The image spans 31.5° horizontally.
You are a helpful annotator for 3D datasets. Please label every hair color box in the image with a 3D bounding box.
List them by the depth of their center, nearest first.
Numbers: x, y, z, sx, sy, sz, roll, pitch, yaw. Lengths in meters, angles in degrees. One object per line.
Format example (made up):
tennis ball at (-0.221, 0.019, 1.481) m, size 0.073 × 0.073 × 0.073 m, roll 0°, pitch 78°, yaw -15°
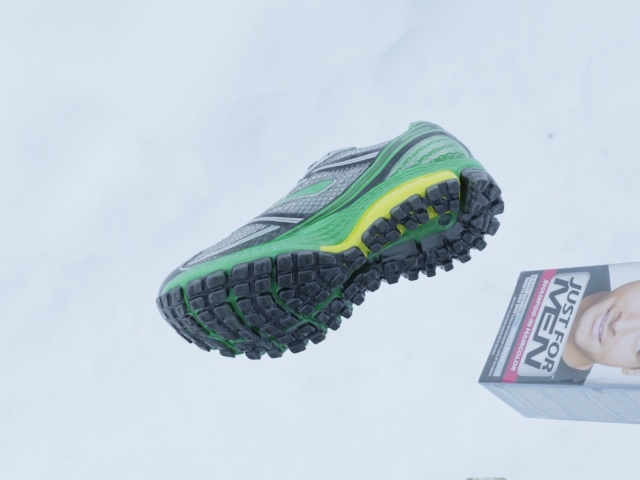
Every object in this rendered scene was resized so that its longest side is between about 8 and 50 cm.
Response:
hair color box at (0.395, 0.131, 1.459) m, size 0.113 × 0.185 × 0.374 m, roll 37°, pitch 155°, yaw -28°

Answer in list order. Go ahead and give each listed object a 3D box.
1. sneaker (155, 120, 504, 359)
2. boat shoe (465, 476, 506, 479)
sneaker at (0.000, 0.000, 1.107) m, size 0.343 × 0.146 × 0.134 m, roll -24°, pitch 132°, yaw -1°
boat shoe at (0.198, 0.333, 1.301) m, size 0.048 × 0.056 × 0.153 m, roll -9°, pitch 116°, yaw 8°
